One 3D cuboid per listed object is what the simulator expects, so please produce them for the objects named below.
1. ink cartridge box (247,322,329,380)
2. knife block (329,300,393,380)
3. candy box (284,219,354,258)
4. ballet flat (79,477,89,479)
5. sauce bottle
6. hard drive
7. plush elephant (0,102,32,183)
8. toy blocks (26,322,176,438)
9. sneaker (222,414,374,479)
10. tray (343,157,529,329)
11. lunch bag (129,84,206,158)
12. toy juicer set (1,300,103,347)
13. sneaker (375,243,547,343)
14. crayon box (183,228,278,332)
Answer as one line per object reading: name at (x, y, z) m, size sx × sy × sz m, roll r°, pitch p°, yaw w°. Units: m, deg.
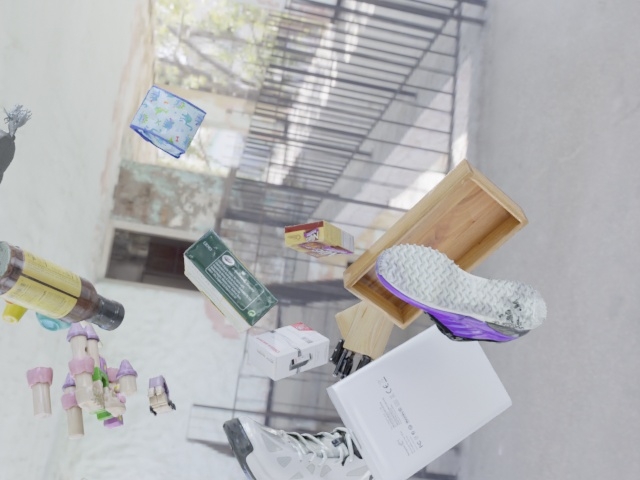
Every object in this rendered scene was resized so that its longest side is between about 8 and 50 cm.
ink cartridge box at (-0.065, 0.220, 1.480) m, size 0.099 × 0.135 × 0.056 m, roll 25°, pitch 119°, yaw 46°
knife block at (0.151, 0.306, 2.205) m, size 0.088 × 0.275 × 0.242 m, roll 46°, pitch -161°, yaw -60°
candy box at (0.000, 0.000, 1.854) m, size 0.186 × 0.109 × 0.053 m, roll 27°, pitch -123°, yaw -62°
ballet flat at (-0.385, 0.435, 1.191) m, size 0.168 × 0.052 × 0.057 m, roll 27°, pitch 113°, yaw 58°
sauce bottle at (-0.560, 0.113, 1.580) m, size 0.344 × 0.111 × 0.112 m, roll 41°, pitch -133°, yaw -51°
hard drive at (0.187, 0.287, 1.361) m, size 0.203 × 0.307 × 0.040 m, roll 61°, pitch 153°, yaw 7°
plush elephant at (-0.947, -0.263, 1.922) m, size 0.272 × 0.255 × 0.330 m, roll 98°, pitch -166°, yaw -65°
toy blocks at (-0.588, 0.343, 1.989) m, size 0.289 × 0.308 × 0.260 m, roll 79°, pitch 175°, yaw -61°
sneaker at (-0.008, 0.428, 1.570) m, size 0.169 × 0.257 × 0.447 m, roll 53°, pitch -179°, yaw 43°
tray at (0.265, 0.017, 1.764) m, size 0.411 × 0.202 × 0.076 m, roll -44°, pitch 24°, yaw 23°
lunch bag at (-0.387, -0.299, 1.867) m, size 0.096 × 0.151 × 0.129 m, roll -14°, pitch 49°, yaw 62°
toy juicer set at (-0.819, 0.208, 2.289) m, size 0.209 × 0.328 × 0.090 m, roll 110°, pitch 176°, yaw -48°
sneaker at (0.214, 0.110, 1.246) m, size 0.146 × 0.293 × 0.102 m, roll 121°, pitch 167°, yaw -55°
crayon box at (-0.206, 0.099, 1.641) m, size 0.083 × 0.203 × 0.323 m, roll -43°, pitch 0°, yaw -14°
